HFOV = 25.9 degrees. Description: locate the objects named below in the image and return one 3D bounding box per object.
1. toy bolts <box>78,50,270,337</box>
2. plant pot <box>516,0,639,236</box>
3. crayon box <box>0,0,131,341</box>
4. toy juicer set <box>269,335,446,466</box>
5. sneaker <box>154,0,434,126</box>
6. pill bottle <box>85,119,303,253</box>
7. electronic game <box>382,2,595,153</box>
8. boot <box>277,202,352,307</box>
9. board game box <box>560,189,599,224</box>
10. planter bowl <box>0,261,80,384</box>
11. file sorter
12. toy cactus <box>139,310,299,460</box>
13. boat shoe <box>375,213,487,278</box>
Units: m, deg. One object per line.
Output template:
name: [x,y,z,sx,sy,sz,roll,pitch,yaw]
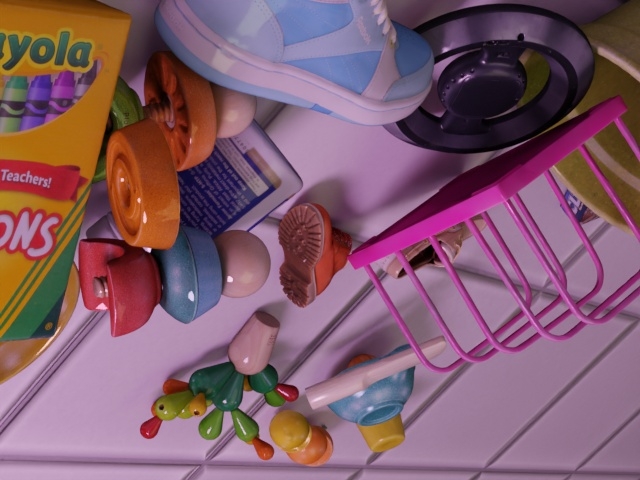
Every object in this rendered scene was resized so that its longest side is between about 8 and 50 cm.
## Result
toy bolts: [-0.104,-0.029,1.147,0.159,0.218,0.228,-10,116,-24]
plant pot: [0.400,-0.179,1.534,0.254,0.276,0.276,-40,153,-19]
crayon box: [-0.258,-0.079,1.004,0.202,0.081,0.318,-2,114,-47]
toy juicer set: [0.031,0.200,1.833,0.209,0.089,0.329,-13,153,-15]
sneaker: [0.033,-0.215,1.186,0.319,0.127,0.208,2,134,-50]
pill bottle: [-0.120,-0.035,1.290,0.187,0.112,0.112,-39,151,2]
electronic game: [0.164,-0.160,1.416,0.229,0.048,0.229,-5,149,-3]
boot: [0.000,0.000,1.539,0.085,0.059,0.158,-36,155,-26]
board game box: [0.444,-0.121,1.855,0.243,0.042,0.165,-20,147,-28]
planter bowl: [-0.325,0.046,1.203,0.217,0.090,0.217,-27,149,-18]
file sorter: [0.213,0.009,1.488,0.202,0.182,0.291,-34,-176,-32]
toy cactus: [-0.099,0.171,1.639,0.219,0.112,0.180,8,119,-41]
boat shoe: [0.140,0.007,1.688,0.170,0.059,0.063,-21,147,-27]
